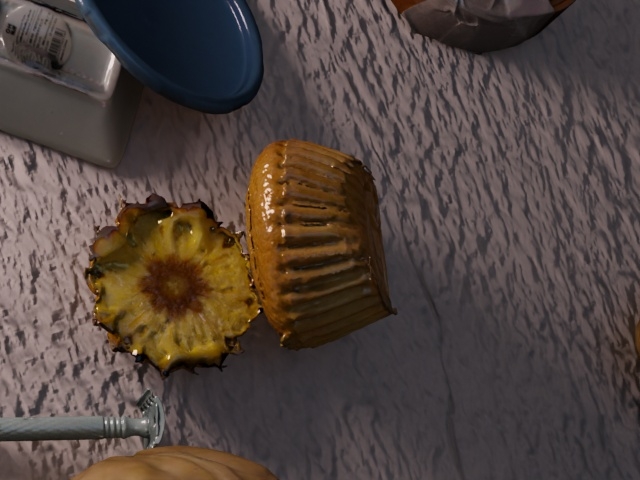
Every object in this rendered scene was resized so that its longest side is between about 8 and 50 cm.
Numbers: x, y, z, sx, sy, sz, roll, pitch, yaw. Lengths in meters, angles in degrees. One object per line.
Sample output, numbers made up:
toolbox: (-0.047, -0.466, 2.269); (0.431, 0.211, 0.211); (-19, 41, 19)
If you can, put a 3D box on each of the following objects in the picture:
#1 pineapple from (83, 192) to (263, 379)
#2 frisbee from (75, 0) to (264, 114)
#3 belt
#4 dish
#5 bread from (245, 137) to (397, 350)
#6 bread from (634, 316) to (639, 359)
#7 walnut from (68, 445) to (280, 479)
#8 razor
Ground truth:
pineapple: (-0.166, 0.054, 1.590); (0.224, 0.076, 0.225); (9, 69, -24)
frisbee: (-0.182, -0.259, 1.647); (0.289, 0.049, 0.289); (33, 39, -31)
belt: (0.211, -0.341, 1.865); (0.261, 0.105, 0.184); (-4, 75, -29)
dish: (-0.304, -0.205, 1.601); (0.243, 0.080, 0.182); (19, 68, -18)
bread: (-0.004, -0.002, 1.602); (0.139, 0.240, 0.240); (-12, 78, 12)
bread: (0.506, 0.147, 1.822); (0.195, 0.176, 0.246); (-37, 107, -18)
walnut: (-0.149, 0.380, 1.371); (0.381, 0.381, 0.381); (7, 72, -23)
razor: (-0.281, 0.192, 1.501); (0.232, 0.106, 0.068); (2, 74, -15)
